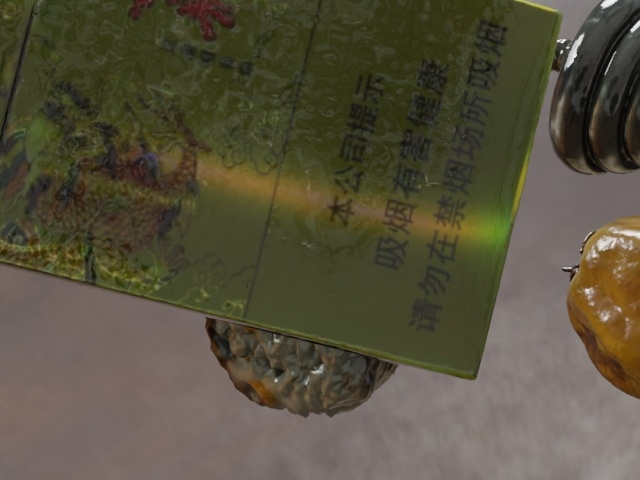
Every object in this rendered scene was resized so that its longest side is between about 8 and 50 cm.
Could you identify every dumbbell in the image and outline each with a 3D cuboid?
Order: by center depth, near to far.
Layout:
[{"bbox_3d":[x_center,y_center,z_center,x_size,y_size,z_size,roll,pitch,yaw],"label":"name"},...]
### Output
[{"bbox_3d":[0.360,-0.082,1.620,0.406,0.179,0.179,27,76,29],"label":"dumbbell"}]

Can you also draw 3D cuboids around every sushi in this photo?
[{"bbox_3d":[0.000,0.000,1.215,0.136,0.225,0.126,25,47,31],"label":"sushi"}]

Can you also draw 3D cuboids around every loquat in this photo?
[{"bbox_3d":[0.237,0.045,1.426,0.113,0.137,0.137,-25,64,-41],"label":"loquat"}]

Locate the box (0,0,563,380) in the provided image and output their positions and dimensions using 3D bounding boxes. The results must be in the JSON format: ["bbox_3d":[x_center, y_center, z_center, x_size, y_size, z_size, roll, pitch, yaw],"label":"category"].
[{"bbox_3d":[-0.058,-0.057,0.844,0.311,0.043,0.173,15,85,-18],"label":"box"}]
